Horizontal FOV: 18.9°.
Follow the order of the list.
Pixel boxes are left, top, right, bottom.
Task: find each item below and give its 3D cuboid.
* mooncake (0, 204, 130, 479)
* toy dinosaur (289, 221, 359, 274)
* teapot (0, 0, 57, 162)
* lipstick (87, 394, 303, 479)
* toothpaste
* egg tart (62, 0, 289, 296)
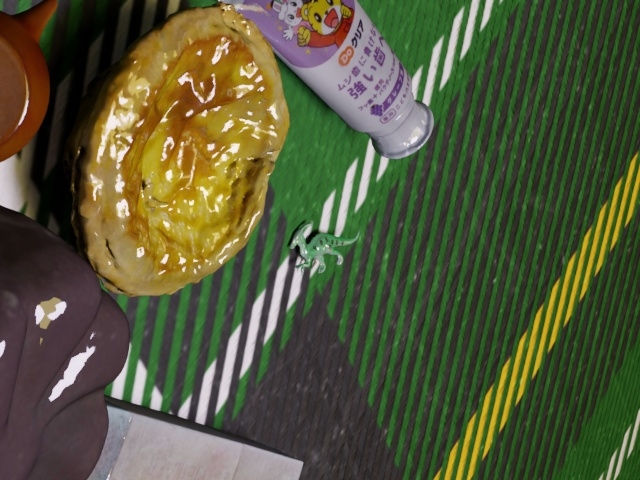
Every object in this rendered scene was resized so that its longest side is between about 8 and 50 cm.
[{"bbox_3d":[-0.260,0.122,1.319,0.306,0.154,0.306,-50,155,-35],"label":"mooncake"},{"bbox_3d":[0.000,0.000,1.817,0.083,0.021,0.062,-51,132,-28],"label":"toy dinosaur"},{"bbox_3d":[-0.241,-0.102,1.293,0.173,0.116,0.116,-45,148,1],"label":"teapot"},{"bbox_3d":[-0.139,0.187,1.643,0.371,0.079,0.076,28,82,-60],"label":"lipstick"},{"bbox_3d":[0.009,-0.175,1.692,0.114,0.073,0.299,-62,141,-15],"label":"toothpaste"},{"bbox_3d":[-0.122,-0.072,1.493,0.241,0.106,0.241,-31,131,-44],"label":"egg tart"}]
